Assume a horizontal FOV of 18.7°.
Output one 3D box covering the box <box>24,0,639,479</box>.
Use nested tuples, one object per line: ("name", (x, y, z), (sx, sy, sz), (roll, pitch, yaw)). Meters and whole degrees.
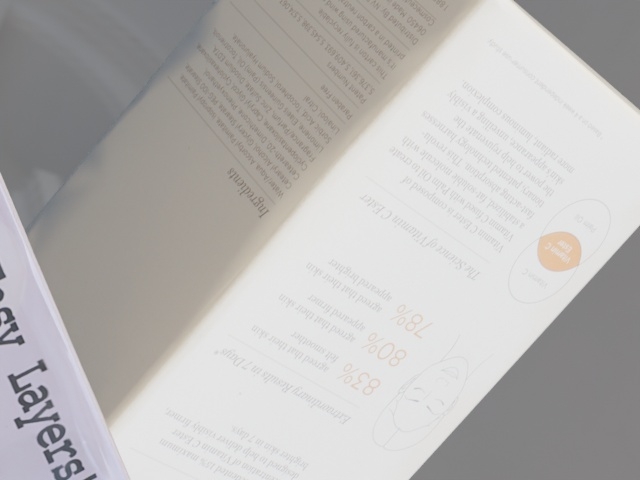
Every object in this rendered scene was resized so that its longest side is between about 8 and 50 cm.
("box", (0.000, 0.000, 1.097), (0.345, 0.215, 0.168), (-49, -135, 8))

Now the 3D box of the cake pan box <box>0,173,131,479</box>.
("cake pan box", (-0.141, 0.018, 0.699), (0.070, 0.267, 0.246), (-27, -146, -13))
